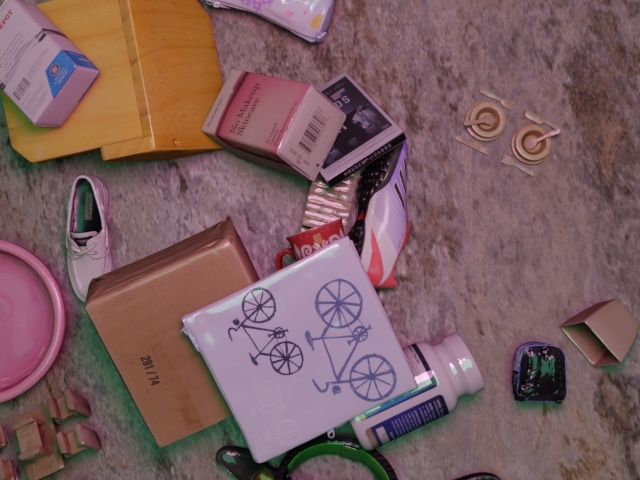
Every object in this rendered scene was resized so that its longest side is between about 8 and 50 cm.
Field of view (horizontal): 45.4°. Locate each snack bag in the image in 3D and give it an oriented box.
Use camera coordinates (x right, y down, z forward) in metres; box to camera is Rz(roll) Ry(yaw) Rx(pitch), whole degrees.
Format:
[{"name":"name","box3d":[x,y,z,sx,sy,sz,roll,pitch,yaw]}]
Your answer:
[{"name":"snack bag","box3d":[-0.032,0.205,1.376,0.343,0.037,0.323,-27,100,-4]}]

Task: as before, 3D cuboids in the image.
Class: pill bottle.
[{"name":"pill bottle","box3d":[0.174,0.291,1.500,0.265,0.153,0.153,-24,87,-2]}]

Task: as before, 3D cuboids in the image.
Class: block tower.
[{"name":"block tower","box3d":[0.000,0.000,1.549,0.097,0.091,0.335,15,86,0]}]

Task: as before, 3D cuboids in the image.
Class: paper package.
[{"name":"paper package","box3d":[-0.241,0.171,1.453,0.310,0.168,0.324,-24,108,-1]}]

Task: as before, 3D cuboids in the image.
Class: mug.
[{"name":"mug","box3d":[0.005,0.058,1.463,0.113,0.150,0.169,-21,91,-38]}]

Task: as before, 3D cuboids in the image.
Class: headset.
[{"name":"headset","box3d":[0.006,0.551,1.421,0.244,0.394,0.185,16,130,9]}]

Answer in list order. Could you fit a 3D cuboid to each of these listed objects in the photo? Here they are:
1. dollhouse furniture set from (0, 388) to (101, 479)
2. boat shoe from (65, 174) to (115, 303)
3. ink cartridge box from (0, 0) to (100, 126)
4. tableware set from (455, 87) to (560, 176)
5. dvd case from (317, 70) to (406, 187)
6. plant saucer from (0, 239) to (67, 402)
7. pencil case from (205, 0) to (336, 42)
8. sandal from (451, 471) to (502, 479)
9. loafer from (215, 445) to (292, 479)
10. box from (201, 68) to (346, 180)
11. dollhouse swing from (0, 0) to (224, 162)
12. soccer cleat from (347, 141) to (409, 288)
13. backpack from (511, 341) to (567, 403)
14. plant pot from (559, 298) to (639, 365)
[{"name":"dollhouse furniture set","box3d":[-0.534,0.453,1.517,0.212,0.161,0.242,-25,65,-2]},{"name":"boat shoe","box3d":[-0.470,-0.001,1.548,0.096,0.088,0.267,2,86,0]},{"name":"ink cartridge box","box3d":[-0.519,-0.322,1.391,0.190,0.082,0.139,46,107,12]},{"name":"tableware set","box3d":[0.396,-0.228,1.592,0.194,0.039,0.128,26,87,2]},{"name":"dvd case","box3d":[0.036,-0.227,1.529,0.179,0.029,0.238,-33,51,-3]},{"name":"plant saucer","box3d":[-0.671,0.162,1.539,0.332,0.084,0.332,0,86,0]},{"name":"pencil case","box3d":[-0.102,-0.504,1.569,0.273,0.113,0.124,20,70,0]},{"name":"sandal","box3d":[0.173,0.581,1.503,0.446,0.107,0.167,-24,87,-2]},{"name":"loafer","box3d":[-0.132,0.464,1.532,0.170,0.061,0.062,24,87,2]},{"name":"box","box3d":[-0.093,-0.228,1.487,0.232,0.127,0.148,21,82,41]},{"name":"dollhouse swing","box3d":[-0.415,-0.323,1.535,0.305,0.315,0.346,-10,92,30]},{"name":"soccer cleat","box3d":[0.135,-0.058,1.560,0.116,0.109,0.318,18,82,-23]},{"name":"backpack","box3d":[0.437,0.262,1.537,0.105,0.084,0.114,2,91,-1]},{"name":"plant pot","box3d":[0.572,0.179,1.538,0.096,0.109,0.109,-39,87,-15]}]
